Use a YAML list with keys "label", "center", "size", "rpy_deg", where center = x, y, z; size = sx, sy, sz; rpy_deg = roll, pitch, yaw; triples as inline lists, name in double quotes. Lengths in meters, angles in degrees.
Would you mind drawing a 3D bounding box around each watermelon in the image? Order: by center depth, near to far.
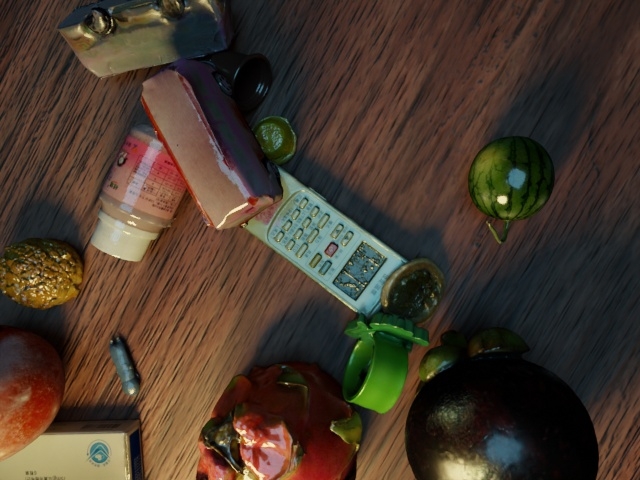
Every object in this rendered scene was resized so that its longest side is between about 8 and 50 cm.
- label: "watermelon"
  center: [0.329, -0.087, 0.780]
  size: [0.140, 0.140, 0.188]
  rpy_deg: [8, 94, 7]

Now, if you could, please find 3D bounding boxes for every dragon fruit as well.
- label: "dragon fruit"
  center: [-0.077, 0.372, 0.786]
  size: [0.305, 0.226, 0.306]
  rpy_deg: [0, 87, 6]

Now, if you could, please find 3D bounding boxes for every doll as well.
- label: "doll"
  center: [-0.409, 0.263, 0.926]
  size: [0.037, 0.027, 0.125]
  rpy_deg: [-23, 84, 6]

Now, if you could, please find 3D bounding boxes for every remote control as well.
- label: "remote control"
  center: [0.000, 0.000, 0.863]
  size: [0.344, 0.050, 0.145]
  rpy_deg: [36, 94, 5]

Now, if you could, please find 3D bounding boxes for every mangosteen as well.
- label: "mangosteen"
  center: [0.283, 0.306, 0.728]
  size: [0.300, 0.300, 0.301]
  rpy_deg: [0, 90, 7]

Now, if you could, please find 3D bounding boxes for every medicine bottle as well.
- label: "medicine bottle"
  center: [-0.343, -0.090, 0.860]
  size: [0.147, 0.147, 0.247]
  rpy_deg: [28, 92, 6]

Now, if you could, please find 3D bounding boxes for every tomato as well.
- label: "tomato"
  center: [-0.631, 0.298, 0.842]
  size: [0.270, 0.270, 0.227]
  rpy_deg: [6, 126, 7]

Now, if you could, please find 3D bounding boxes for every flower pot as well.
- label: "flower pot"
  center: [-0.165, -0.322, 0.867]
  size: [0.089, 0.111, 0.111]
  rpy_deg: [31, 94, 22]

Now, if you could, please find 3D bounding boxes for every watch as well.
- label: "watch"
  center: [0.098, 0.216, 0.783]
  size: [0.131, 0.165, 0.152]
  rpy_deg: [25, 65, -11]

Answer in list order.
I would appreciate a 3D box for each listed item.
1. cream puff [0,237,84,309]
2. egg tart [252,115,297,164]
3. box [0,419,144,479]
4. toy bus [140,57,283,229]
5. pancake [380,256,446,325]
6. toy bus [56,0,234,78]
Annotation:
- label: "cream puff"
  center: [-0.574, 0.066, 0.901]
  size: [0.165, 0.115, 0.150]
  rpy_deg: [-26, 91, 5]
- label: "egg tart"
  center: [-0.097, -0.199, 0.882]
  size: [0.105, 0.039, 0.105]
  rpy_deg: [0, 90, 9]
- label: "box"
  center: [-0.540, 0.485, 0.920]
  size: [0.343, 0.065, 0.200]
  rpy_deg: [-5, 89, 7]
- label: "toy bus"
  center: [-0.188, -0.170, 0.776]
  size: [0.127, 0.147, 0.303]
  rpy_deg: [-28, 93, 21]
- label: "pancake"
  center: [0.177, 0.098, 0.828]
  size: [0.139, 0.022, 0.140]
  rpy_deg: [-5, 104, -19]
- label: "toy bus"
  center: [-0.318, -0.405, 0.841]
  size: [0.316, 0.138, 0.113]
  rpy_deg: [-5, 49, 13]
